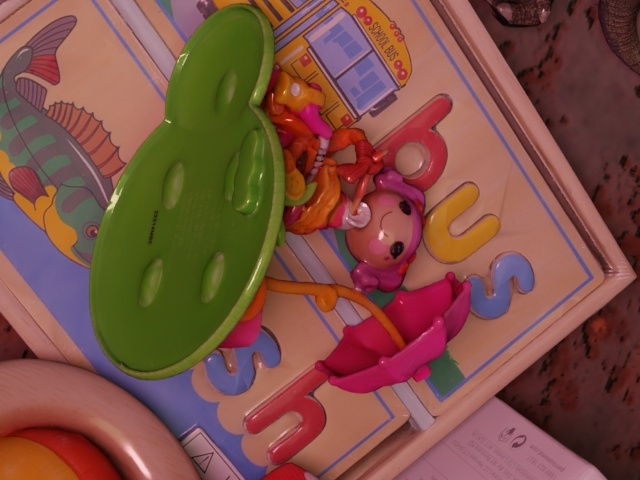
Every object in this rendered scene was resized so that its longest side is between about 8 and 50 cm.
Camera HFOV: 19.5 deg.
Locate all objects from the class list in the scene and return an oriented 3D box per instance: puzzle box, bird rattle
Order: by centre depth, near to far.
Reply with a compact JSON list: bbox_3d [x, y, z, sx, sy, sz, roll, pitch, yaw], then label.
[{"bbox_3d":[-0.097,0.142,0.813,0.253,0.143,0.207,-31,86,-36],"label":"bird rattle"},{"bbox_3d":[-0.050,-0.056,0.891,0.272,0.052,0.409,-39,113,-7],"label":"puzzle box"}]

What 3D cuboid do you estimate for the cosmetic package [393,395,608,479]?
[{"bbox_3d":[0.092,0.242,0.974,0.224,0.138,0.224,-43,114,-6],"label":"cosmetic package"}]

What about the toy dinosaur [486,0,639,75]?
[{"bbox_3d":[0.122,-0.193,0.882,0.160,0.121,0.313,-36,110,6],"label":"toy dinosaur"}]

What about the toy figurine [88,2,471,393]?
[{"bbox_3d":[0.000,0.000,0.853,0.159,0.130,0.173,23,71,-37],"label":"toy figurine"}]
